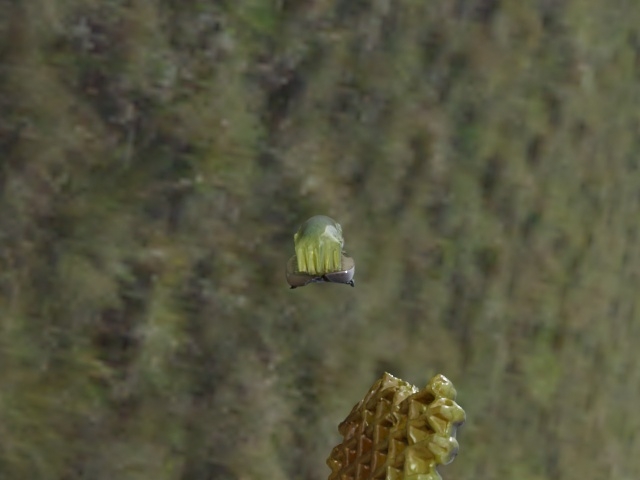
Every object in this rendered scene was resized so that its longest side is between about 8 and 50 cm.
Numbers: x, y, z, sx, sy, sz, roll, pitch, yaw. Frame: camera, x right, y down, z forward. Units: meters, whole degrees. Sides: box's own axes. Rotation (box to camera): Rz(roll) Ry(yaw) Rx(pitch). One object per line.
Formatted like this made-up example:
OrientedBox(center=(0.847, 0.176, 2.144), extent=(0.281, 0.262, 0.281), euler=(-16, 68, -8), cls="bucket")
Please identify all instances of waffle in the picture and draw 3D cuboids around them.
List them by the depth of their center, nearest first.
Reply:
OrientedBox(center=(0.083, 0.250, 2.054), extent=(0.249, 0.056, 0.253), euler=(-59, -159, 17), cls="waffle")

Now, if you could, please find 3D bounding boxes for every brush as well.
OrientedBox(center=(0.002, -0.001, 1.817), extent=(0.313, 0.072, 0.067), euler=(-82, 175, -83), cls="brush")
